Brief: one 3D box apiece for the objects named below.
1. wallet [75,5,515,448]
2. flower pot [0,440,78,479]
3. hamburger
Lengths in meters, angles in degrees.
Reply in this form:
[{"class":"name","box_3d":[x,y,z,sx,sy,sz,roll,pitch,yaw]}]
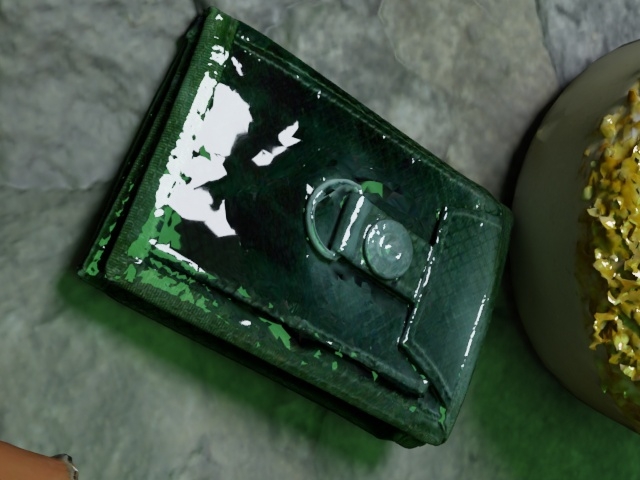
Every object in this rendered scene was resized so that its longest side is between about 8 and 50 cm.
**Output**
[{"class":"wallet","box_3d":[0.002,0.000,0.748,0.236,0.055,0.160,32,71,-32]},{"class":"flower pot","box_3d":[-0.210,0.145,0.546,0.173,0.190,0.191,27,80,-23]},{"class":"hamburger","box_3d":[0.257,0.000,0.845,0.294,0.179,0.276,9,91,-35]}]
